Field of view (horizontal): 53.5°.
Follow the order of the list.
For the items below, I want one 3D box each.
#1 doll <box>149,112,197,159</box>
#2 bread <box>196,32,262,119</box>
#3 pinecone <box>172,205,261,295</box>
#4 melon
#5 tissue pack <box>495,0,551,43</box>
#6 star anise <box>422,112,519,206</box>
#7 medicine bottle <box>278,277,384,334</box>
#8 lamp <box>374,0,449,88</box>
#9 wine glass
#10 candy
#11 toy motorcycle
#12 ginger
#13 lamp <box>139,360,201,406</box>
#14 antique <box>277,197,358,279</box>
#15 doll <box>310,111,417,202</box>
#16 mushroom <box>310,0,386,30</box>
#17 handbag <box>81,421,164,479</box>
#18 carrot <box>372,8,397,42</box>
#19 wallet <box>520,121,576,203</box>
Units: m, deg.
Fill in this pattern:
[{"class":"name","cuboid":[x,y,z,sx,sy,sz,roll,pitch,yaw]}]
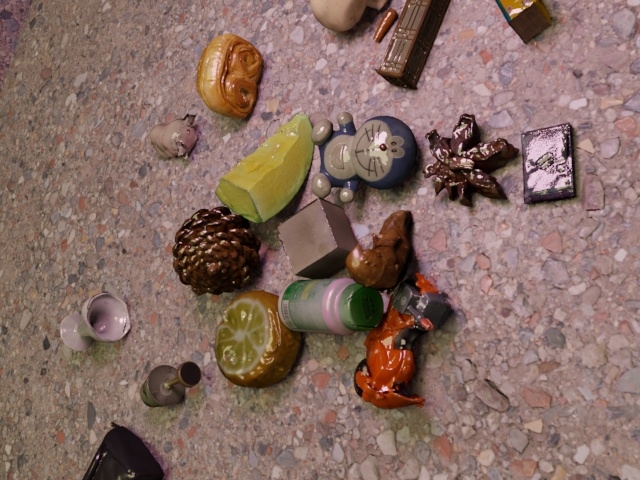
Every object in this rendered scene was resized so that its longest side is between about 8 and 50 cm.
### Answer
[{"class":"doll","cuboid":[-0.471,-0.336,2.043,0.192,0.095,0.149,5,79,39]},{"class":"bread","cuboid":[-0.269,-0.482,1.869,0.120,0.198,0.236,7,83,42]},{"class":"pinecone","cuboid":[-0.283,0.016,1.741,0.243,0.243,0.257,-19,47,30]},{"class":"melon","cuboid":[-0.125,-0.202,1.731,0.196,0.124,0.323,30,65,28]},{"class":"tissue pack","cuboid":[0.441,-0.548,1.430,0.082,0.120,0.169,-33,61,27]},{"class":"star anise","cuboid":[0.330,-0.183,1.433,0.219,0.099,0.214,-2,87,35]},{"class":"medicine bottle","cuboid":[0.023,0.156,1.498,0.274,0.133,0.134,-5,75,54]},{"class":"lamp","cuboid":[0.248,-0.549,1.587,0.090,0.089,0.326,24,92,38]},{"class":"wine glass","cuboid":[-0.730,0.270,2.047,0.196,0.164,0.165,-26,64,37]},{"class":"candy","cuboid":[-0.169,0.257,1.666,0.259,0.118,0.260,-12,69,33]},{"class":"toy motorcycle","cuboid":[0.179,0.243,1.412,0.326,0.147,0.221,-65,31,12]},{"class":"ginger","cuboid":[0.147,0.034,1.426,0.107,0.309,0.133,-26,96,26]},{"class":"lamp","cuboid":[-0.429,0.407,1.806,0.214,0.121,0.121,-32,61,40]},{"class":"antique","cuboid":[0.000,0.000,1.589,0.146,0.148,0.152,-33,62,26]},{"class":"doll","cuboid":[0.109,-0.208,1.560,0.258,0.154,0.228,-4,84,36]},{"class":"mushroom","cuboid":[0.081,-0.675,1.682,0.246,0.202,0.246,-165,90,-81]},{"class":"handbag","cuboid":[-0.623,0.714,1.836,0.275,0.177,0.302,31,97,36]},{"class":"carrot","cuboid":[0.171,-0.571,1.684,0.032,0.032,0.093,43,110,35]},{"class":"wallet","cuboid":[0.486,-0.163,1.358,0.111,0.030,0.166,-8,72,39]}]
